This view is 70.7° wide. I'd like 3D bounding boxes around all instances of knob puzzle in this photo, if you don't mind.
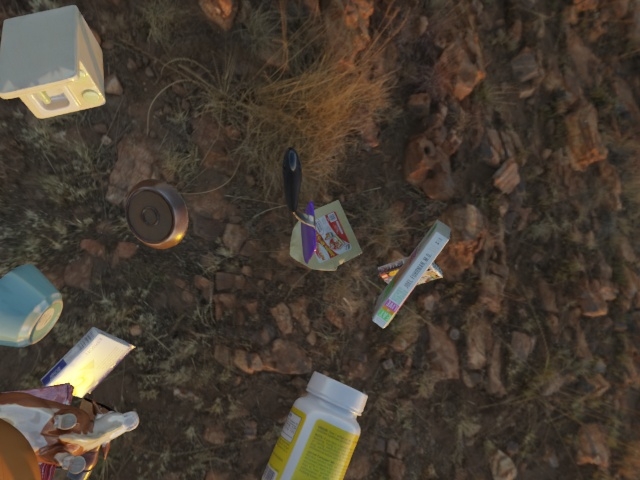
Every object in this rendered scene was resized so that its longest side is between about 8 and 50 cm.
[{"bbox_3d":[0.000,0.000,1.319,0.213,0.030,0.213,0,91,3],"label":"knob puzzle"}]

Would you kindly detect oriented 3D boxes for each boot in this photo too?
[{"bbox_3d":[-0.913,0.706,1.637,0.264,0.096,0.280,24,92,-3],"label":"boot"}]

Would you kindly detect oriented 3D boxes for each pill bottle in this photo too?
[{"bbox_3d":[-0.008,0.329,0.725,0.119,0.119,0.208,32,73,-23],"label":"pill bottle"}]

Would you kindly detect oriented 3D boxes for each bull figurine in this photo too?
[{"bbox_3d":[-0.438,0.289,0.692,0.310,0.188,0.101,18,66,-26],"label":"bull figurine"}]

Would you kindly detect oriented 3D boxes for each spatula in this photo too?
[{"bbox_3d":[-0.026,-0.040,0.593,0.030,0.296,0.084,-6,72,2],"label":"spatula"}]

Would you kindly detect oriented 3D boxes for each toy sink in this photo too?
[{"bbox_3d":[-0.554,-0.353,0.947,0.153,0.131,0.234,-16,61,-5],"label":"toy sink"}]

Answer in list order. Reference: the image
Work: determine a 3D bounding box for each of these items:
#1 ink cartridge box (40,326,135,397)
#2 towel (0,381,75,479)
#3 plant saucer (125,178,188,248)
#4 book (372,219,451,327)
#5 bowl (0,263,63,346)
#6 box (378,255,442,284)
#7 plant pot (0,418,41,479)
[{"bbox_3d":[-0.751,0.414,1.495,0.223,0.045,0.224,-48,149,-11],"label":"ink cartridge box"},{"bbox_3d":[-0.762,0.514,1.104,0.237,0.329,0.037,-8,134,-6],"label":"towel"},{"bbox_3d":[-0.390,-0.059,1.052,0.168,0.029,0.168,4,104,15],"label":"plant saucer"},{"bbox_3d":[0.125,0.044,0.608,0.035,0.096,0.144,35,108,8],"label":"book"},{"bbox_3d":[-1.059,0.258,1.621,0.163,0.311,0.311,29,78,-3],"label":"bowl"},{"bbox_3d":[0.229,0.081,1.156,0.094,0.137,0.027,40,41,-37],"label":"box"},{"bbox_3d":[-0.419,0.273,0.426,0.291,0.203,0.290,1,69,-2],"label":"plant pot"}]
